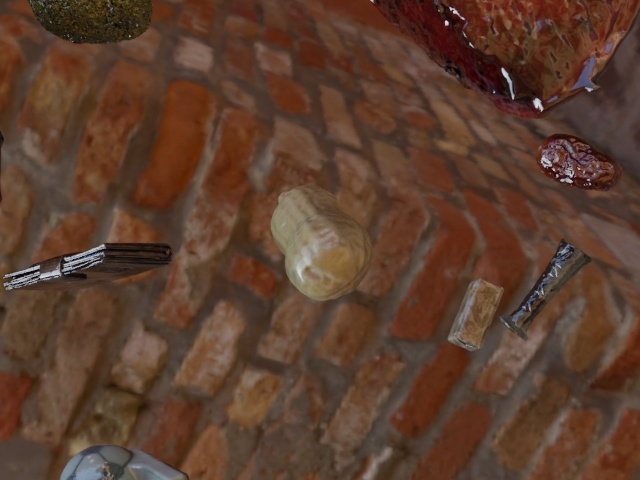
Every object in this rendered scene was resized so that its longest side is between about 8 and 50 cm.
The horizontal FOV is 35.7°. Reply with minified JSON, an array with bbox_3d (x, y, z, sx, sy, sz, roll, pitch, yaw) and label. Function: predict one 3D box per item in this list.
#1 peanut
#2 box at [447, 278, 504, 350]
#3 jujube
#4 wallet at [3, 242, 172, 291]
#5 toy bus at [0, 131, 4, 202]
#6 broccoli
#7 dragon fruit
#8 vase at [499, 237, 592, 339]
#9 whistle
[{"bbox_3d":[0.000,0.000,1.329,0.123,0.124,0.256,-66,19,15],"label":"peanut"},{"bbox_3d":[0.220,0.105,1.407,0.062,0.045,0.098,112,-177,-77],"label":"box"},{"bbox_3d":[0.383,-0.113,1.467,0.129,0.077,0.077,25,98,30],"label":"jujube"},{"bbox_3d":[-0.324,0.038,1.375,0.230,0.124,0.042,-12,80,38],"label":"wallet"},{"bbox_3d":[-0.390,-0.106,0.831,0.303,0.147,0.127,28,145,39],"label":"toy bus"},{"bbox_3d":[-0.204,-0.233,0.885,0.120,0.130,0.131,-56,8,5],"label":"broccoli"},{"bbox_3d":[0.242,-0.296,1.094,0.329,0.286,0.228,-40,-5,-11],"label":"dragon fruit"},{"bbox_3d":[0.355,0.078,1.575,0.167,0.059,0.059,-53,26,9],"label":"vase"},{"bbox_3d":[-0.335,0.412,1.611,0.290,0.163,0.163,3,76,56],"label":"whistle"}]
